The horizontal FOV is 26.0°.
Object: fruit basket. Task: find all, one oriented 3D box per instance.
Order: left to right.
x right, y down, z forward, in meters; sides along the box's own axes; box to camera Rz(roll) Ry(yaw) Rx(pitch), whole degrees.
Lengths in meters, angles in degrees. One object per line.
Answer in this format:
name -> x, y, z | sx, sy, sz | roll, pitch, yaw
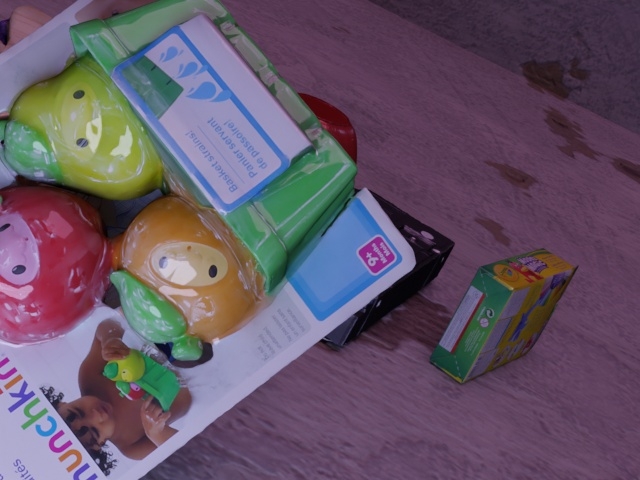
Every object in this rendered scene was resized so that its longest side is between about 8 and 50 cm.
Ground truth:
fruit basket -> -0.160, -0.010, 1.004 | 0.327, 0.353, 0.165 | 52, -18, 10

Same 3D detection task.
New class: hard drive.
hard drive -> 0.000, 0.000, 1.613 | 0.237, 0.064, 0.339 | 32, 21, 13

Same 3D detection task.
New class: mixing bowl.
mixing bowl -> -0.019, -0.136, 1.868 | 0.181, 0.098, 0.181 | 24, 20, -9

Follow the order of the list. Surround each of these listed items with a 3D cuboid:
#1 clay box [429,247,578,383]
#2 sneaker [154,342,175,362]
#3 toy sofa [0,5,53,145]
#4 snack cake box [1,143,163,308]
clay box -> 0.217, 0.081, 1.594 | 0.053, 0.127, 0.222 | 34, 21, 21
sneaker -> -0.191, 0.085, 1.200 | 0.144, 0.053, 0.059 | 15, 22, -8
toy sofa -> -0.185, -0.064, 1.350 | 0.363, 0.150, 0.177 | 22, 45, -11
snack cake box -> -0.206, -0.016, 1.147 | 0.152, 0.089, 0.264 | 34, 66, 19
